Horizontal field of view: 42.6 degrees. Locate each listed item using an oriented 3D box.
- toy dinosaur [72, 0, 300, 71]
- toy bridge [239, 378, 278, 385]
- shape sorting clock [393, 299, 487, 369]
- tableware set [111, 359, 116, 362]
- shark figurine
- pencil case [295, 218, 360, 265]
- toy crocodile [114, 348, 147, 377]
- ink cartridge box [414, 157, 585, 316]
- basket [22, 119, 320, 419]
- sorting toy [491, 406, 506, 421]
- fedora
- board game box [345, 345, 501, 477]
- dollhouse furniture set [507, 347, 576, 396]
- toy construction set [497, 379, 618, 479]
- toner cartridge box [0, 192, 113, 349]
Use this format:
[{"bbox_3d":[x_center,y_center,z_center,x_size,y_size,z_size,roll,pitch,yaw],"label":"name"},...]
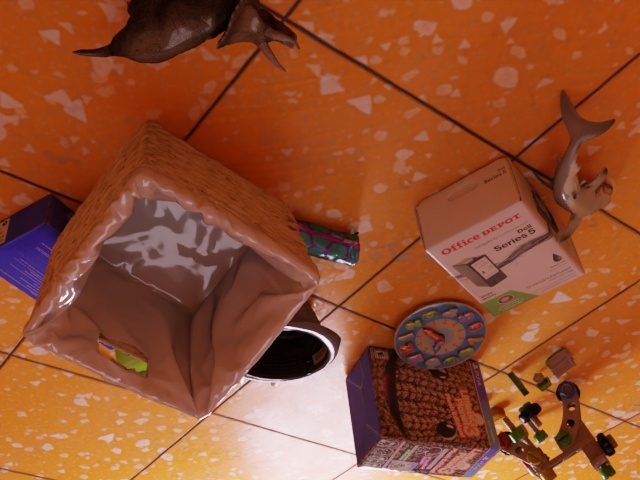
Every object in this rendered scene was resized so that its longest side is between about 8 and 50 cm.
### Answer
[{"bbox_3d":[-0.192,-0.294,1.076,0.313,0.160,0.121,-10,139,2],"label":"toy dinosaur"},{"bbox_3d":[-0.177,0.298,1.851,0.188,0.026,0.063,5,136,-13],"label":"toy bridge"},{"bbox_3d":[0.261,0.210,1.782,0.206,0.040,0.206,-1,131,-1],"label":"shape sorting clock"},{"bbox_3d":[-0.405,0.242,1.760,0.104,0.024,0.154,27,129,-32],"label":"tableware set"},{"bbox_3d":[0.416,-0.115,1.414,0.166,0.116,0.278,-46,143,-6],"label":"shark figurine"},{"bbox_3d":[0.000,0.000,1.507,0.151,0.065,0.070,15,150,-23],"label":"pencil case"},{"bbox_3d":[-0.286,0.235,1.650,0.115,0.105,0.340,-28,159,24],"label":"toy crocodile"},{"bbox_3d":[0.331,0.001,1.513,0.198,0.115,0.273,-30,134,24],"label":"ink cartridge box"},{"bbox_3d":[-0.231,0.037,1.294,0.328,0.266,0.331,31,110,-26],"label":"basket"},{"bbox_3d":[0.320,0.508,2.135,0.229,0.041,0.307,24,131,-35],"label":"sorting toy"},{"bbox_3d":[-0.090,0.183,1.656,0.243,0.124,0.275,-31,142,27],"label":"fedora"},{"bbox_3d":[0.225,0.388,1.851,0.290,0.232,0.141,10,136,-19],"label":"board game box"},{"bbox_3d":[0.527,0.304,1.955,0.151,0.058,0.076,-39,125,6],"label":"dollhouse furniture set"},{"bbox_3d":[0.579,0.520,2.004,0.257,0.237,0.309,-29,152,-20],"label":"toy construction set"},{"bbox_3d":[-0.440,0.069,1.520,0.165,0.075,0.348,-24,136,19],"label":"toner cartridge box"}]
